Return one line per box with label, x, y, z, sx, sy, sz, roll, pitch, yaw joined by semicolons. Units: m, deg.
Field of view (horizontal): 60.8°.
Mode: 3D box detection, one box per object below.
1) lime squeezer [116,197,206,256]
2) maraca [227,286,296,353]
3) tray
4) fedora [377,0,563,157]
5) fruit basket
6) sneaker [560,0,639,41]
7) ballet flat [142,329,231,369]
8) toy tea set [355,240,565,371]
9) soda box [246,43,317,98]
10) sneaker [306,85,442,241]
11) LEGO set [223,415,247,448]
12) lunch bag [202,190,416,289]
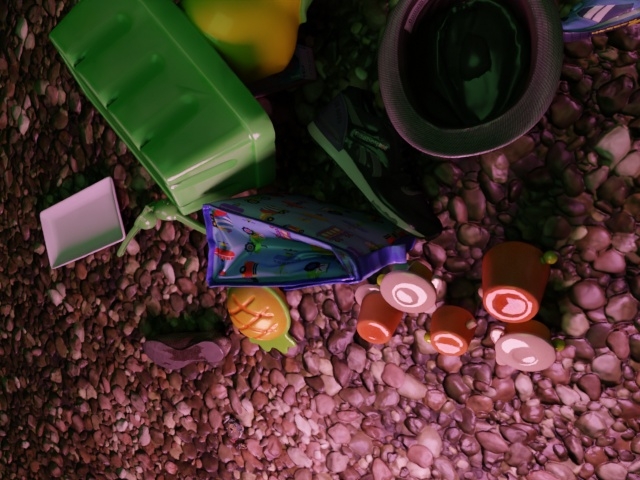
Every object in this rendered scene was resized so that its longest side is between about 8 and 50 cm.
lime squeezer;-0.333;-0.034;1.144;0.310;0.059;0.110;-8;128;28
maraca;-0.110;0.144;1.029;0.127;0.099;0.186;2;127;29
tray;-0.540;-0.036;1.247;0.270;0.030;0.145;-18;84;29
fedora;0.211;-0.247;0.766;0.243;0.124;0.276;-15;84;27
fruit basket;-0.168;-0.278;0.853;0.391;0.283;0.392;1;75;-5
sneaker;0.362;-0.304;0.721;0.144;0.053;0.059;-12;95;20
ballet flat;-0.283;0.223;1.161;0.249;0.058;0.084;-13;115;35
toy tea set;0.208;0.085;0.862;0.336;0.124;0.200;4;131;24
soda box;-0.100;-0.289;0.957;0.183;0.063;0.058;-8;97;29
sneaker;0.107;-0.128;0.860;0.283;0.107;0.124;48;111;12
LEGO set;-0.178;0.403;1.156;0.054;0.023;0.083;6;115;29
lunch bag;0.000;0.000;0.861;0.293;0.221;0.138;5;102;30
